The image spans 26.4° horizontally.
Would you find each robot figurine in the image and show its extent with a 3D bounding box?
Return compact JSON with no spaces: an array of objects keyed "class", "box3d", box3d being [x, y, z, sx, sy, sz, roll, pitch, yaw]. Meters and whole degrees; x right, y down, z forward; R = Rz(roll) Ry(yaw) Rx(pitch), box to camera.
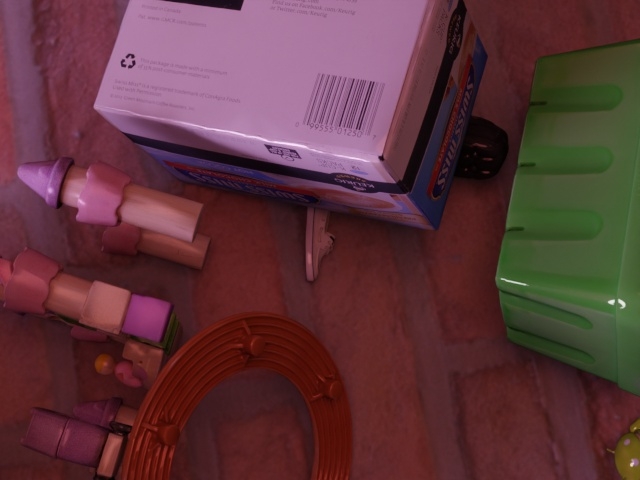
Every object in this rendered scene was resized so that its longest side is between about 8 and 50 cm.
[{"class":"robot figurine","box3d":[0.386,0.243,1.547,0.115,0.067,0.101,-12,50,-4]}]

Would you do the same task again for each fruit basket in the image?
[{"class":"fruit basket","box3d":[0.401,-0.018,1.506,0.392,0.283,0.392,-5,61,10]}]

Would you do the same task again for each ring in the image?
[{"class":"ring","box3d":[-0.072,0.243,1.429,0.032,0.337,0.336,8,72,42]}]

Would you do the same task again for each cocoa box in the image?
[{"class":"cocoa box","box3d":[-0.024,-0.176,1.504,0.347,0.228,0.231,12,76,22]}]

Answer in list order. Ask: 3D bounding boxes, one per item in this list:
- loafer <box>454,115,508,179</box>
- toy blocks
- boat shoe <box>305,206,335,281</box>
[{"class":"loafer","box3d":[0.114,-0.129,1.631,0.223,0.076,0.078,14,38,11]},{"class":"toy blocks","box3d":[-0.285,0.076,1.459,0.260,0.288,0.308,17,81,0]},{"class":"boat shoe","box3d":[0.000,0.000,1.611,0.035,0.035,0.100,3,70,2]}]
